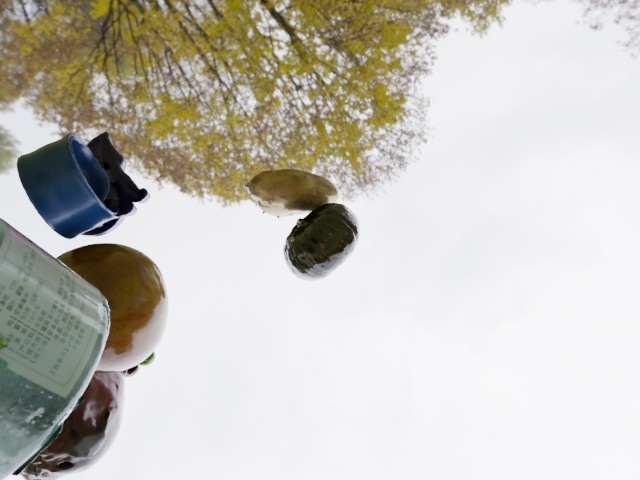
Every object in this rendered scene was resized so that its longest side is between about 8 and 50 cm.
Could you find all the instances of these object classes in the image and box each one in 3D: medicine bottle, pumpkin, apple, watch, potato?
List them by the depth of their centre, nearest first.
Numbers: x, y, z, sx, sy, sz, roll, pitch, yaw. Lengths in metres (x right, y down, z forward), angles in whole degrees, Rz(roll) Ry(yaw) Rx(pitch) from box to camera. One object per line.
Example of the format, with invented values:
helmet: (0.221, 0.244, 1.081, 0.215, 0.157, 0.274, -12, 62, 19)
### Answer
medicine bottle: (-0.388, 0.066, 0.443, 0.245, 0.290, 0.245, -20, -137, 20)
apple: (-0.397, 0.119, 0.886, 0.237, 0.208, 0.236, -3, -93, 52)
watch: (-0.441, -0.105, 0.892, 0.171, 0.200, 0.196, -36, -99, -5)
pumpkin: (0.000, 0.000, 1.224, 0.224, 0.157, 0.223, -44, -167, 13)
potato: (-0.075, -0.120, 1.291, 0.161, 0.235, 0.128, -6, -98, 55)

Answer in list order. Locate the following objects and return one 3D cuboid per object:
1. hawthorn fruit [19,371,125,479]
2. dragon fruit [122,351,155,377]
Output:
hawthorn fruit: (-0.595, 0.376, 1.108, 0.308, 0.325, 0.308, 2, -80, 12)
dragon fruit: (-0.583, 0.262, 1.404, 0.295, 0.130, 0.268, 35, -55, 40)
